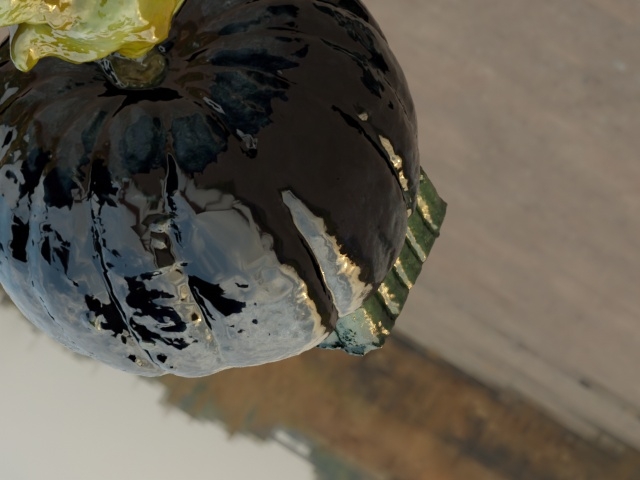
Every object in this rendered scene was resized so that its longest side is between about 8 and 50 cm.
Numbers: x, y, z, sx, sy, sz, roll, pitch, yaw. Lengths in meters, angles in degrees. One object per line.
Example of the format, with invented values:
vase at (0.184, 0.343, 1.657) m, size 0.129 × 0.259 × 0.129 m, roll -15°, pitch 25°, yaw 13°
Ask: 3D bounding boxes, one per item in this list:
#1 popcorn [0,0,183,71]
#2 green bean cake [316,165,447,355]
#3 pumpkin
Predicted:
popcorn at (-0.141, -0.270, 1.203) m, size 0.326 × 0.290 × 0.321 m, roll 8°, pitch 131°, yaw 57°
green bean cake at (0.000, 0.000, 1.907) m, size 0.193 × 0.208 × 0.107 m, roll 9°, pitch 148°, yaw 28°
pumpkin at (-0.098, -0.063, 1.519) m, size 0.363 × 0.363 × 0.266 m, roll 29°, pitch 154°, yaw 35°
